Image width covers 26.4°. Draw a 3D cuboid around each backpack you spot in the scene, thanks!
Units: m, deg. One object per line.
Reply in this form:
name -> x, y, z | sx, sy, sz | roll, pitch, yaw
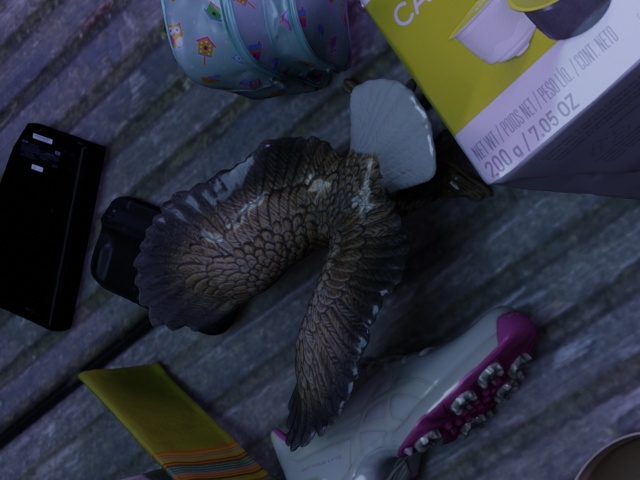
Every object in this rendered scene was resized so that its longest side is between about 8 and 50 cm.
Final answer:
backpack -> -0.060, -0.219, 1.269 | 0.144, 0.188, 0.165 | -6, 87, 34

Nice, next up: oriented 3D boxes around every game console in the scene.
game console -> -0.227, 0.015, 1.477 | 0.361, 0.044, 0.213 | 21, 104, 33

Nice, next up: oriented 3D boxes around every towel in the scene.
towel -> -0.141, 0.188, 1.356 | 0.237, 0.102, 0.021 | 37, 115, 41

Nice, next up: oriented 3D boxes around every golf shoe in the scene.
golf shoe -> 0.063, 0.147, 1.242 | 0.306, 0.115, 0.140 | -47, 63, 24

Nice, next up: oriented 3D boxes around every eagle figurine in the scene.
eagle figurine -> 0.005, 0.008, 1.214 | 0.225, 0.298, 0.226 | 54, 165, -21

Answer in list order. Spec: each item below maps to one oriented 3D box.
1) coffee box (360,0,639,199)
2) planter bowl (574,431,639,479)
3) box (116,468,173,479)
coffee box -> 0.224, -0.261, 0.985 | 0.338, 0.338, 0.334 | -42, 68, 27
planter bowl -> 0.291, 0.224, 1.086 | 0.162, 0.109, 0.162 | 1, 92, 34
box -> -0.139, 0.303, 1.304 | 0.149, 0.232, 0.126 | 13, 99, 34
